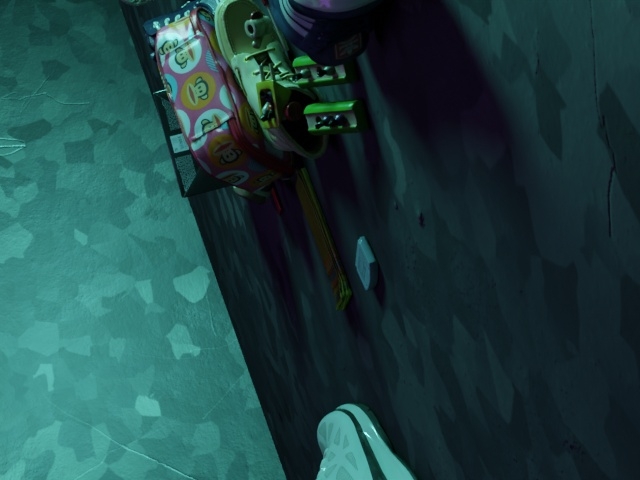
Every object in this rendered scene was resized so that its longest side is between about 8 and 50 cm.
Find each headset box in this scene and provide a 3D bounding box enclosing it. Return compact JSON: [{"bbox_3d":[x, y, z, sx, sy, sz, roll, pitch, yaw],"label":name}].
[{"bbox_3d":[-0.241,-0.221,2.541,0.293,0.110,0.218,-73,-31,-80],"label":"headset box"}]

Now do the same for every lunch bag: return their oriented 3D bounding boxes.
[{"bbox_3d":[-0.150,-0.228,2.097,0.258,0.120,0.293,23,-137,-64],"label":"lunch bag"}]

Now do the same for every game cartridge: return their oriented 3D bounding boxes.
[{"bbox_3d":[0.069,0.038,1.839,0.083,0.017,0.056,93,161,-59],"label":"game cartridge"}]

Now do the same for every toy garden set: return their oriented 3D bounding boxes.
[{"bbox_3d":[-0.042,-0.257,1.674,0.204,0.049,0.244,3,111,53],"label":"toy garden set"}]

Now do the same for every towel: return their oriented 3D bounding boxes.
[{"bbox_3d":[0.000,0.000,2.092,0.102,0.021,0.237,110,142,-70],"label":"towel"}]

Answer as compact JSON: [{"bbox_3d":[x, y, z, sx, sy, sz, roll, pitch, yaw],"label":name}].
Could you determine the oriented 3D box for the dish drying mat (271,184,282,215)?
[{"bbox_3d":[-0.090,-0.092,2.411,0.032,0.008,0.083,106,145,-70],"label":"dish drying mat"}]

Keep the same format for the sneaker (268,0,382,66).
[{"bbox_3d":[0.021,-0.266,1.413,0.350,0.131,0.148,-121,11,-69],"label":"sneaker"}]

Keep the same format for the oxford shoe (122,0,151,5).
[{"bbox_3d":[-0.392,-0.717,2.567,0.130,0.169,0.449,-135,37,-61],"label":"oxford shoe"}]

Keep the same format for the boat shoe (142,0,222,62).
[{"bbox_3d":[-0.244,-0.388,2.338,0.340,0.158,0.127,-168,62,-77],"label":"boat shoe"}]

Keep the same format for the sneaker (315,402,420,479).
[{"bbox_3d":[0.002,0.416,2.078,0.447,0.258,0.169,-142,36,-71],"label":"sneaker"}]

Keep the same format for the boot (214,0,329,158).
[{"bbox_3d":[-0.072,-0.249,1.877,0.203,0.095,0.261,-143,32,-73],"label":"boot"}]

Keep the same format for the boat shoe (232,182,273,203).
[{"bbox_3d":[-0.117,-0.152,2.317,0.095,0.095,0.257,-65,19,16],"label":"boat shoe"}]
